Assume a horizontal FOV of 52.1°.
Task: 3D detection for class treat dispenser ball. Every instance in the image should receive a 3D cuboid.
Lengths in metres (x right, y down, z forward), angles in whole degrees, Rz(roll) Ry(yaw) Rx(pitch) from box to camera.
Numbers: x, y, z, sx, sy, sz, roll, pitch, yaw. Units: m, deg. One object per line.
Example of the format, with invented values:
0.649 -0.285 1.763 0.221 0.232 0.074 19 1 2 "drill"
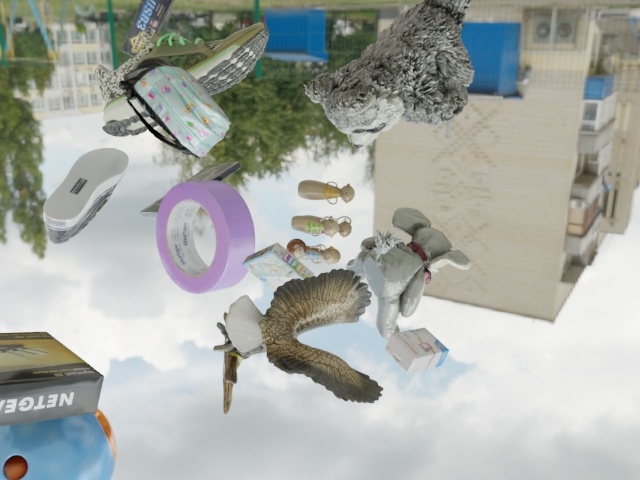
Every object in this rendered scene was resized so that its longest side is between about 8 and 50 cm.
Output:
-0.576 0.456 1.369 0.288 0.288 0.288 1 -163 0 "treat dispenser ball"

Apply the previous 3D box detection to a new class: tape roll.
-0.287 -0.010 1.614 0.274 0.275 0.090 15 -166 38 "tape roll"

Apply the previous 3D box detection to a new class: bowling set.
0.000 0.000 1.746 0.154 0.287 0.200 7 -140 7 "bowling set"

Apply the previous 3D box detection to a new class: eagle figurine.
-0.037 0.181 1.218 0.298 0.226 0.225 -4 -159 3 "eagle figurine"

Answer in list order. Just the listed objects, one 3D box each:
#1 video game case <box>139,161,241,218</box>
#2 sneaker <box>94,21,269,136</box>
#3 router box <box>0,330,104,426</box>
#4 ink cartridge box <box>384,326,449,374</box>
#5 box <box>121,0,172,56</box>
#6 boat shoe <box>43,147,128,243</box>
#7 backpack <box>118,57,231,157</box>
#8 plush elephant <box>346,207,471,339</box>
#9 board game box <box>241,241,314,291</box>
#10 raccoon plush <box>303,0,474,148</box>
-0.384 -0.149 1.928 0.274 0.026 0.196 -41 -156 -27 "video game case"
-0.308 -0.385 1.385 0.410 0.182 0.158 -27 179 2 "sneaker"
-0.596 0.247 1.192 0.243 0.081 0.309 20 -171 39 "router box"
0.220 0.251 1.502 0.122 0.052 0.088 -4 -144 -42 "ink cartridge box"
-0.379 -0.633 1.610 0.073 0.295 0.293 25 -141 -18 "box"
-0.548 -0.107 1.545 0.108 0.102 0.301 20 -137 -2 "boat shoe"
-0.253 -0.239 1.187 0.182 0.115 0.152 49 -165 7 "backpack"
0.249 0.059 1.804 0.255 0.330 0.272 -16 -126 -21 "plush elephant"
-0.092 0.060 1.380 0.154 0.103 0.026 -22 -150 58 "board game box"
0.130 -0.406 1.301 0.299 0.446 0.216 -1 -176 -39 "raccoon plush"
